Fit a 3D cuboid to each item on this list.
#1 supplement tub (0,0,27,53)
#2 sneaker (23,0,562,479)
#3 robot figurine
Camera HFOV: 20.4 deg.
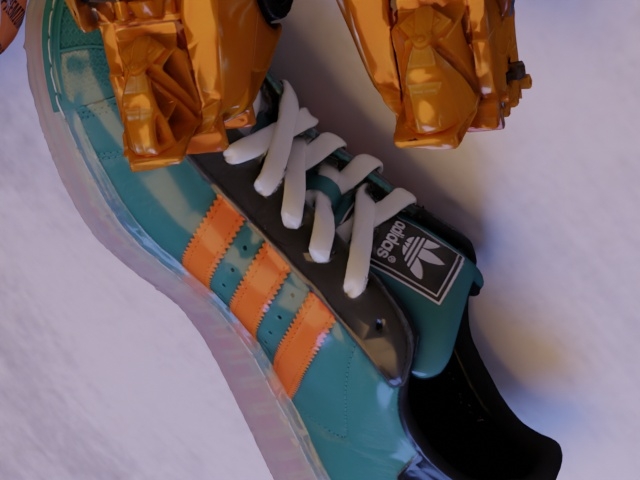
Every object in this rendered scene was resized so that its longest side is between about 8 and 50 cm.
[{"bbox_3d":[-0.274,-0.063,0.725,0.194,0.316,0.193,20,133,23],"label":"supplement tub"},{"bbox_3d":[0.000,0.000,0.737,0.121,0.108,0.302,-15,118,37],"label":"sneaker"},{"bbox_3d":[-0.022,-0.172,0.585,0.211,0.085,0.291,-4,110,19],"label":"robot figurine"}]
